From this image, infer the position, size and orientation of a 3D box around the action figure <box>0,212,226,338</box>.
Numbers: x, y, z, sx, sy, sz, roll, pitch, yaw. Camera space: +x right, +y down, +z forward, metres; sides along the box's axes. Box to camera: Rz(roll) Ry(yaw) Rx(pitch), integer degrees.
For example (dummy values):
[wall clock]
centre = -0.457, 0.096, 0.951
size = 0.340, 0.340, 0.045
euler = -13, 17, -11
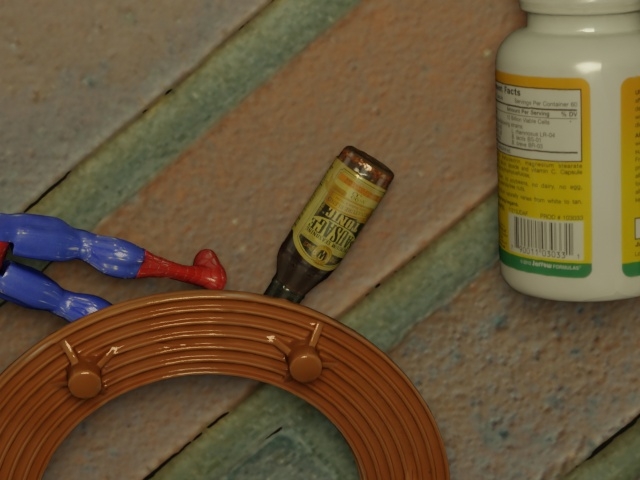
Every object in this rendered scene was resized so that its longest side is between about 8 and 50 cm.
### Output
[action figure]
centre = -0.215, -0.002, 1.180
size = 0.280, 0.139, 0.091
euler = 17, 99, -31

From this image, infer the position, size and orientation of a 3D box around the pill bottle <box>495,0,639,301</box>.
[pill bottle]
centre = 0.169, -0.075, 1.169
size = 0.118, 0.117, 0.208
euler = -4, 104, -4

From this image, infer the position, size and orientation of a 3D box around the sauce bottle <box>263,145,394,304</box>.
[sauce bottle]
centre = 0.000, 0.000, 1.212
size = 0.042, 0.042, 0.128
euler = 29, 100, -10

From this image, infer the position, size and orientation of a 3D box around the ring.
[ring]
centre = -0.079, 0.185, 1.215
size = 0.337, 0.032, 0.336
euler = -4, 117, -7
